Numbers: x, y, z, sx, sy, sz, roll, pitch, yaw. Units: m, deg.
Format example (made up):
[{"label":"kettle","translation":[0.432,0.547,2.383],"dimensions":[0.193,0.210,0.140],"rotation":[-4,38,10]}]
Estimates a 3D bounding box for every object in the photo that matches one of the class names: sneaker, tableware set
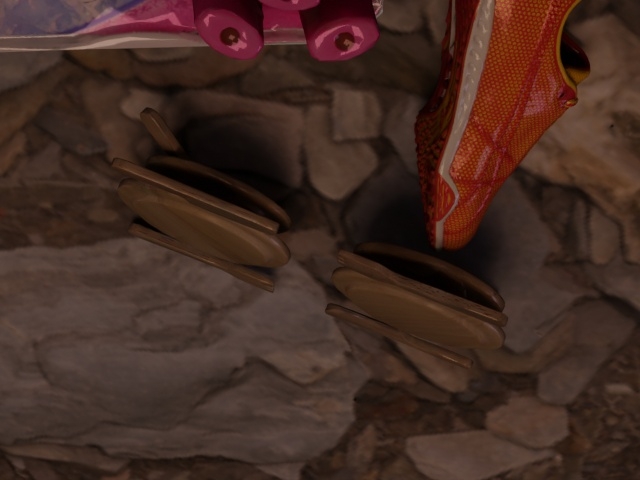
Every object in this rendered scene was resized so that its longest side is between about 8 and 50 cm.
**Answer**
[{"label":"sneaker","translation":[0.079,-0.055,0.728],"dimensions":[0.067,0.064,0.175],"rotation":[2,139,-11]},{"label":"tableware set","translation":[0.000,0.000,0.796],"dimensions":[0.194,0.039,0.128],"rotation":[22,166,2]}]

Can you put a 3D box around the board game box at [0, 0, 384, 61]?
[{"label":"board game box","translation":[-0.163,-0.226,0.535],"dimensions":[0.390,0.050,0.390],"rotation":[-2,123,-6]}]
